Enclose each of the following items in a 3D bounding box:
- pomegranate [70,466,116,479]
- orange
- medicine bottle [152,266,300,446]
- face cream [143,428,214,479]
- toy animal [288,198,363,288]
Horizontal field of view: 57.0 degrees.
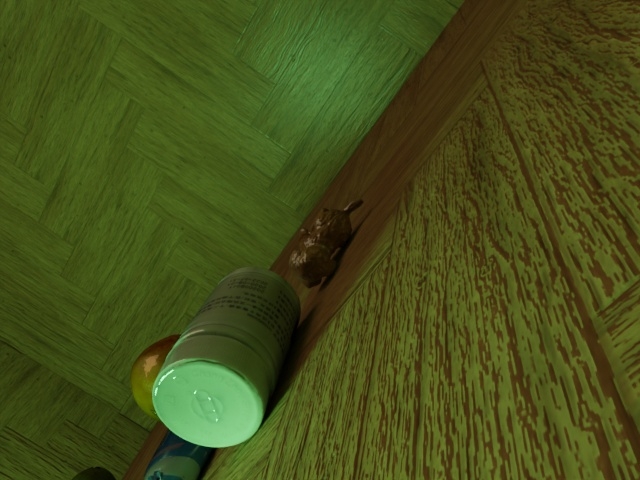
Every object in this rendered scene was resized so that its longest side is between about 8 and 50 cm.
[{"bbox_3d":[-0.664,0.833,1.721,0.309,0.216,0.358,-56,-24,2],"label":"pomegranate"},{"bbox_3d":[-0.423,0.411,1.728,0.261,0.261,0.261,-55,6,8],"label":"orange"},{"bbox_3d":[-0.157,0.199,1.077,0.190,0.190,0.332,-53,6,24],"label":"medicine bottle"},{"bbox_3d":[-0.288,0.446,1.219,0.149,0.083,0.264,-30,11,11],"label":"face cream"},{"bbox_3d":[0.014,0.002,1.271,0.184,0.104,0.185,-44,6,29],"label":"toy animal"}]
